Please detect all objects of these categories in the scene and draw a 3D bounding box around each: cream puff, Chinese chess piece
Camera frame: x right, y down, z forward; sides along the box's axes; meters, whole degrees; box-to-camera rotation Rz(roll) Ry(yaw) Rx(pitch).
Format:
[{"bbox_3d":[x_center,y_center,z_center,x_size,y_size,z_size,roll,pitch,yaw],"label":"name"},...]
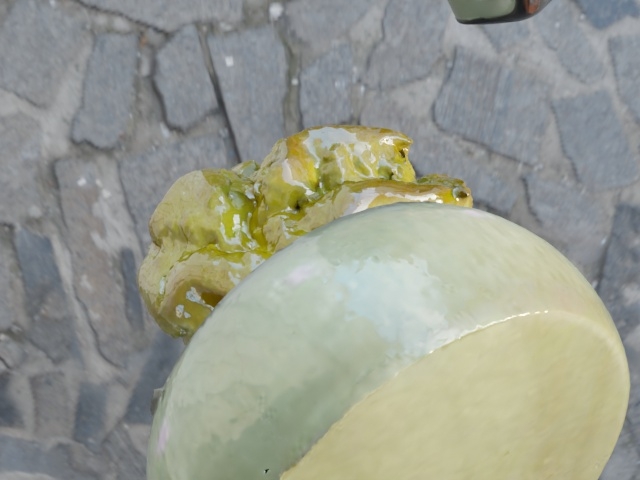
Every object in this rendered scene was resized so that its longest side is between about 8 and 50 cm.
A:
[{"bbox_3d":[-0.001,-0.001,1.208,0.257,0.291,0.324,-60,38,17],"label":"cream puff"},{"bbox_3d":[0.029,0.090,0.561,0.238,0.237,0.092,-34,49,-9],"label":"Chinese chess piece"}]

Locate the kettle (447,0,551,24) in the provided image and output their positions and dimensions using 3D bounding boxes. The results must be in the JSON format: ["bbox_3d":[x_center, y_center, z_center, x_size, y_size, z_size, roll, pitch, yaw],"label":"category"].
[{"bbox_3d":[0.197,-0.387,1.462,0.165,0.240,0.255,-18,108,1],"label":"kettle"}]
